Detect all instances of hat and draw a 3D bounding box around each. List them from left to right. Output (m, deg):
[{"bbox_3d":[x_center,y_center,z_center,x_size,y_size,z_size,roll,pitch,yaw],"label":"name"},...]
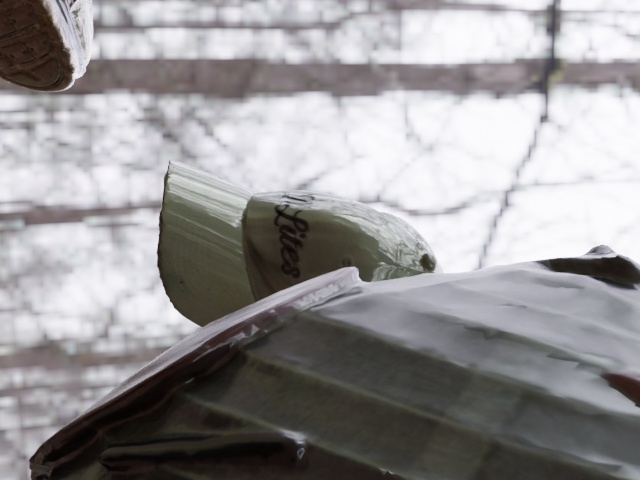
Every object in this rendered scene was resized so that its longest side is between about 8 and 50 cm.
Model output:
[{"bbox_3d":[-0.007,0.001,0.995,0.081,0.166,0.122,-47,-154,38],"label":"hat"}]

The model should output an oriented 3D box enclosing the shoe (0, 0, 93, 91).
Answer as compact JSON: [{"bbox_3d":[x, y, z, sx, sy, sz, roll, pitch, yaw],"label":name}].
[{"bbox_3d":[-0.156,-0.166,0.992,0.089,0.092,0.180,2,-53,40],"label":"shoe"}]

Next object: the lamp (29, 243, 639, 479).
[{"bbox_3d":[0.044,0.114,0.468,0.265,0.233,0.233,12,-73,17],"label":"lamp"}]
